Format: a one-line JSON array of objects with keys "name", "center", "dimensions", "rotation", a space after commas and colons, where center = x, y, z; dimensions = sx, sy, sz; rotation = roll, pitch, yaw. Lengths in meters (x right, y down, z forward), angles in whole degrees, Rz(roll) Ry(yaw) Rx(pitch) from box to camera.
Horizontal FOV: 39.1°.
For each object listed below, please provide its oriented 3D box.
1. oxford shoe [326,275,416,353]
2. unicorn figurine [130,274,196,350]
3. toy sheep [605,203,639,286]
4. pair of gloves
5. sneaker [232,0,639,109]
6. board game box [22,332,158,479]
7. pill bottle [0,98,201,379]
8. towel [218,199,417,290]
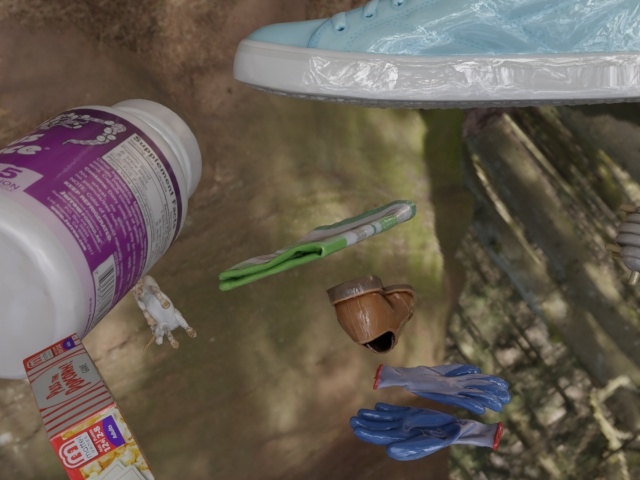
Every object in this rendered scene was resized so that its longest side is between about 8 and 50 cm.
[{"name": "oxford shoe", "center": [0.062, 0.088, 0.982], "dimensions": [0.076, 0.076, 0.212], "rotation": [-21, 168, 18]}, {"name": "unicorn figurine", "center": [-0.213, 0.098, 1.192], "dimensions": [0.060, 0.111, 0.162], "rotation": [-24, 123, -20]}, {"name": "toy sheep", "center": [0.437, -0.001, 1.211], "dimensions": [0.091, 0.091, 0.132], "rotation": [22, 87, -59]}, {"name": "pair of gloves", "center": [0.120, 0.180, 0.963], "dimensions": [0.198, 0.159, 0.023], "rotation": [-53, 144, -65]}, {"name": "sneaker", "center": [0.111, -0.183, 0.727], "dimensions": [0.365, 0.150, 0.135], "rotation": [0, -175, 3]}, {"name": "board game box", "center": [-0.130, 0.172, 0.608], "dimensions": [0.045, 0.146, 0.194], "rotation": [-28, 110, -16]}, {"name": "pill bottle", "center": [-0.223, -0.024, 0.818], "dimensions": [0.169, 0.169, 0.301], "rotation": [-53, -177, 31]}, {"name": "towel", "center": [0.000, 0.000, 0.729], "dimensions": [0.113, 0.023, 0.152], "rotation": [-21, -179, 35]}]
